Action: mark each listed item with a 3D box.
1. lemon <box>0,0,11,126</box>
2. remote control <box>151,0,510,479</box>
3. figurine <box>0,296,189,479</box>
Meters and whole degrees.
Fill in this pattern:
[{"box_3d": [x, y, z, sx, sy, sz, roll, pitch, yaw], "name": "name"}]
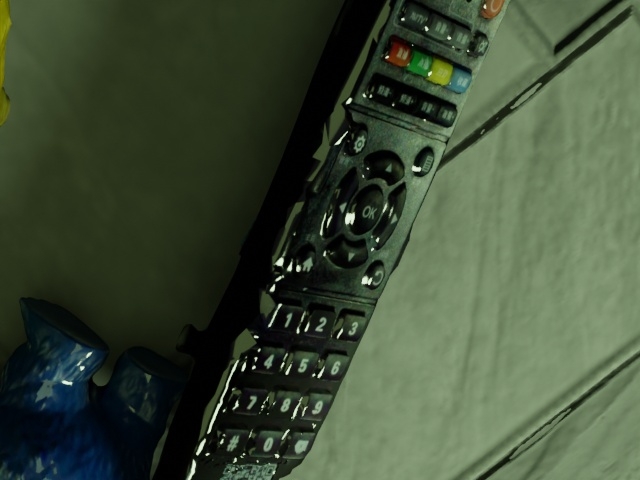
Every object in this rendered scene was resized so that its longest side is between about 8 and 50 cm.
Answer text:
[{"box_3d": [-0.299, -0.129, 0.861, 0.288, 0.233, 0.233, 21, 102, -15], "name": "lemon"}, {"box_3d": [0.000, 0.000, 0.975, 0.062, 0.144, 0.399, 28, 98, 32], "name": "remote control"}, {"box_3d": [-0.183, 0.170, 1.009, 0.164, 0.121, 0.262, 14, 106, -12], "name": "figurine"}]
